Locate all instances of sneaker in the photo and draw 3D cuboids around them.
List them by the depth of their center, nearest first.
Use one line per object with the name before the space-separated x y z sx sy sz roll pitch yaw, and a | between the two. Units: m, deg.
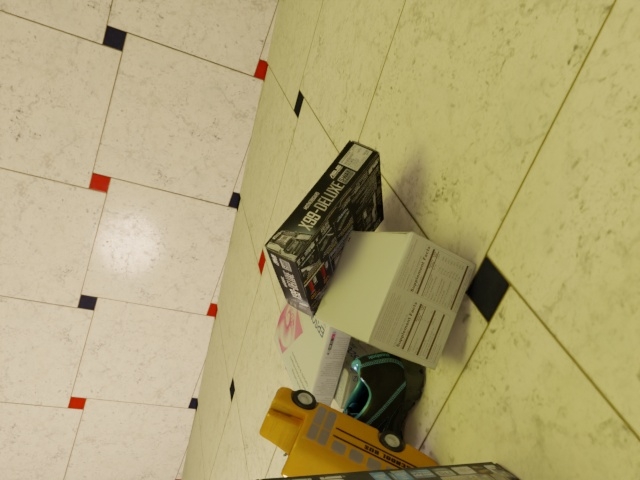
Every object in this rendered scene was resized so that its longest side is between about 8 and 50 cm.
sneaker | 0.100 0.379 1.156 0.125 0.140 0.340 -148 65 -66

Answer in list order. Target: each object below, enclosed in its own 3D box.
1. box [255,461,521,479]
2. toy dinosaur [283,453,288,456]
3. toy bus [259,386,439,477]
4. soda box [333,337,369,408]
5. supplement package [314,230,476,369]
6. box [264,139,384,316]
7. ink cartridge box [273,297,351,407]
box | 0.143 0.384 0.678 0.318 0.395 0.097 -173 88 -71
toy dinosaur | 0.000 0.553 1.337 0.313 0.160 0.121 -116 37 -53
toy bus | 0.046 0.398 1.034 0.130 0.333 0.108 -56 -11 -63
soda box | 0.051 0.295 1.369 0.286 0.098 0.091 -141 61 -66
supplement package | 0.129 0.101 1.081 0.204 0.145 0.262 -67 19 -7
box | 0.024 -0.021 1.207 0.307 0.077 0.242 -53 -25 -22
ink cartridge box | -0.038 0.263 1.384 0.324 0.071 0.330 -128 50 -62
